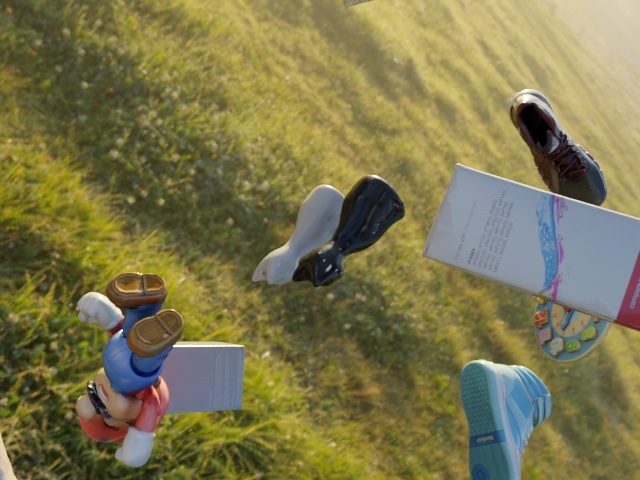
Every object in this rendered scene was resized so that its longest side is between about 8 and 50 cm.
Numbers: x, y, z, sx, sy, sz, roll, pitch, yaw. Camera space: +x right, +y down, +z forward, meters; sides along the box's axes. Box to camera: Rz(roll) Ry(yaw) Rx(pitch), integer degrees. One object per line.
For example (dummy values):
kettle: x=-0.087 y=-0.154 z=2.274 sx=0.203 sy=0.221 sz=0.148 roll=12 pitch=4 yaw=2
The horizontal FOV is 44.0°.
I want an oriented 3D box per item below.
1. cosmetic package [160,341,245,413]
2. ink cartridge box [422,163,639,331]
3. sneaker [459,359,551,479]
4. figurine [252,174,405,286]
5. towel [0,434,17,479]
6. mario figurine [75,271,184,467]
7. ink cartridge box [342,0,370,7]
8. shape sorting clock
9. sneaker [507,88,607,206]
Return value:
cosmetic package: x=-0.262 y=0.250 z=1.454 sx=0.237 sy=0.107 sz=0.127 roll=8 pitch=84 yaw=-36
ink cartridge box: x=0.310 y=0.017 z=1.016 sx=0.306 sy=0.131 sz=0.226 roll=21 pitch=3 yaw=18
sneaker: x=0.413 y=0.407 z=1.657 sx=0.208 sy=0.127 sz=0.319 roll=4 pitch=76 yaw=-35
figurine: x=0.000 y=0.000 z=1.274 sx=0.209 sy=0.214 sz=0.092 roll=-49 pitch=113 yaw=-26
towel: x=-0.373 y=0.253 z=0.736 sx=0.317 sy=0.053 sz=0.332 roll=-91 pitch=169 yaw=-74
mario figurine: x=-0.300 y=0.200 z=1.156 sx=0.170 sy=0.321 sz=0.198 roll=16 pitch=43 yaw=-7
ink cartridge box: x=0.046 y=-0.349 z=0.748 sx=0.218 sy=0.092 sz=0.158 roll=63 pitch=-17 yaw=-20
shape sorting clock: x=0.461 y=0.123 z=1.447 sx=0.040 sy=0.206 sz=0.206 roll=18 pitch=39 yaw=-18
sneaker: x=0.456 y=-0.161 z=1.535 sx=0.281 sy=0.106 sz=0.162 roll=51 pitch=20 yaw=-3
